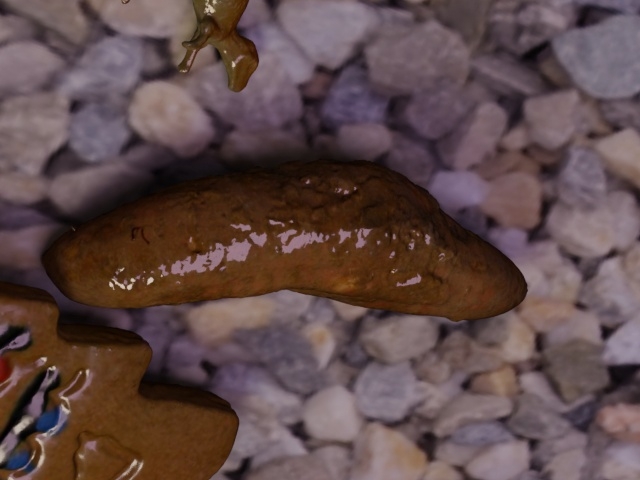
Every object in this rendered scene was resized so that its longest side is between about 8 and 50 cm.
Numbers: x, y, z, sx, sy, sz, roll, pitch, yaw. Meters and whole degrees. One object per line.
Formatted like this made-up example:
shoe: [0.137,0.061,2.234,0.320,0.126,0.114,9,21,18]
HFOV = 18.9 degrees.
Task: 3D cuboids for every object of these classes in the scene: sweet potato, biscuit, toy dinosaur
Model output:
sweet potato: [-0.001,-0.003,1.232,0.342,0.092,0.114,2,134,-25]
biscuit: [-0.206,0.133,1.197,0.278,0.043,0.301,-34,130,-2]
toy dinosaur: [-0.057,-0.178,1.162,0.126,0.039,0.162,25,95,-41]
